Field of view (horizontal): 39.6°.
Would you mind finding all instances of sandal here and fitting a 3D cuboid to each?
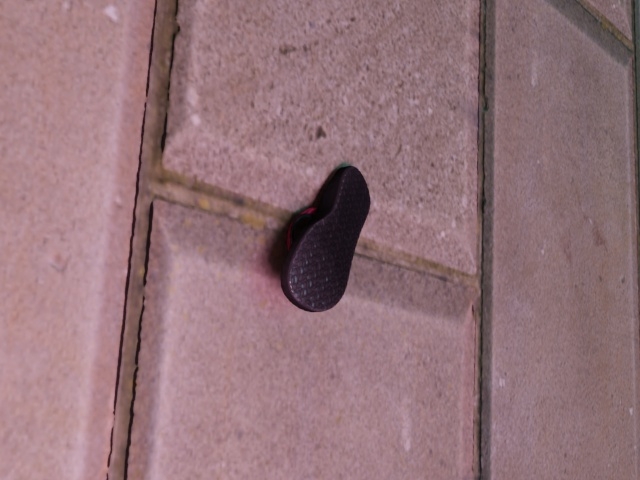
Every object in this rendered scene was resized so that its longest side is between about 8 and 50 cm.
[{"bbox_3d":[0.000,0.000,0.734,0.067,0.040,0.179,67,28,-26],"label":"sandal"}]
